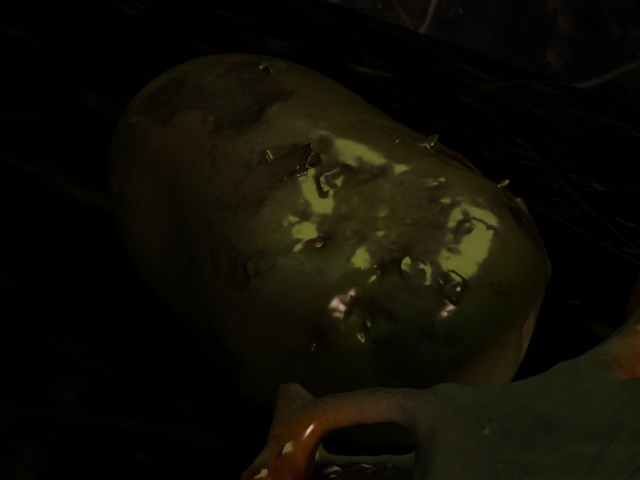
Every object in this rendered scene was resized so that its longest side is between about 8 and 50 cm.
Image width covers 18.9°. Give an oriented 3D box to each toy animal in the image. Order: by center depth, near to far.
[{"bbox_3d":[0.114,0.053,0.713,0.302,0.225,0.284,-4,34,11],"label":"toy animal"}]

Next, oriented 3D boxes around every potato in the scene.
[{"bbox_3d":[0.000,0.000,0.934,0.165,0.165,0.262,9,22,-39],"label":"potato"}]

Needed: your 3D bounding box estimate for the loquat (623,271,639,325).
[{"bbox_3d":[0.273,0.068,0.923,0.263,0.263,0.263,20,14,-5],"label":"loquat"}]
